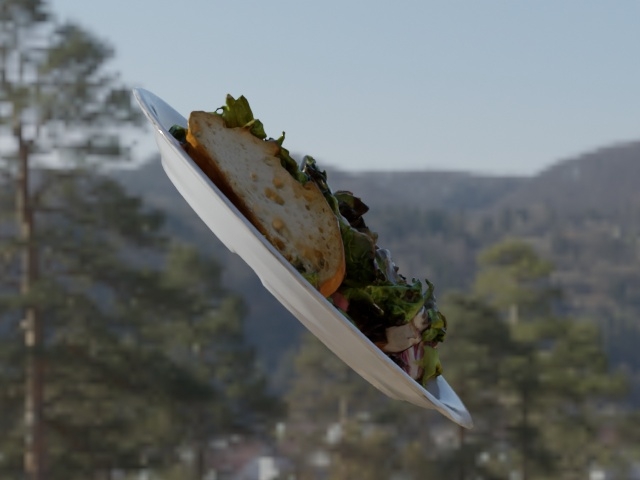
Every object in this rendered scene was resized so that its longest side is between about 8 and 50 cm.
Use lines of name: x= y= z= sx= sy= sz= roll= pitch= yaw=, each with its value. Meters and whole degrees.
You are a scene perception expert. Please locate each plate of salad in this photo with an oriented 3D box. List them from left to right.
plate of salad: x=0.000 y=0.000 z=0.769 sx=0.200 sy=0.048 sz=0.200 roll=44 pitch=3 yaw=-3
